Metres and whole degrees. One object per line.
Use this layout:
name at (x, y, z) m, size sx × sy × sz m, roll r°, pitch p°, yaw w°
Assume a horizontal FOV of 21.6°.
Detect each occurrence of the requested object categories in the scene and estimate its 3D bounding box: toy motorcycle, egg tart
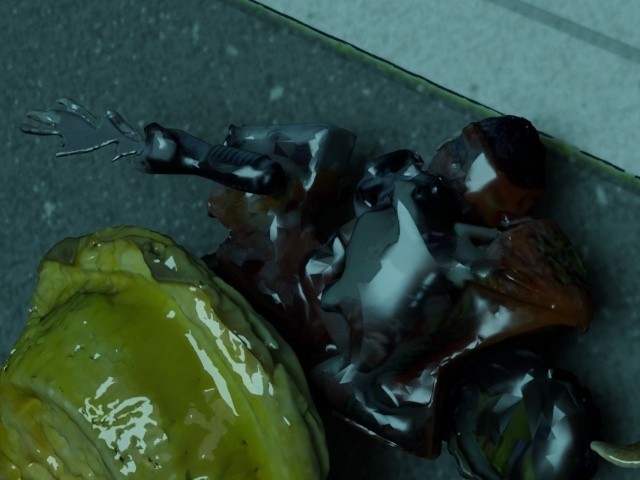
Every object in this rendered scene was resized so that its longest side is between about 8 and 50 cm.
toy motorcycle at (0.000, 0.000, 0.985) m, size 0.401 × 0.134 × 0.207 m, roll 20°, pitch 97°, yaw 31°
egg tart at (-0.105, 0.126, 0.986) m, size 0.288 × 0.118 × 0.288 m, roll 27°, pitch 130°, yaw 37°

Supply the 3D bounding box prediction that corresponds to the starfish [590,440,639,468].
starfish at (0.262, 0.036, 0.794) m, size 0.295 × 0.048 × 0.231 m, roll -17°, pitch 38°, yaw 4°
